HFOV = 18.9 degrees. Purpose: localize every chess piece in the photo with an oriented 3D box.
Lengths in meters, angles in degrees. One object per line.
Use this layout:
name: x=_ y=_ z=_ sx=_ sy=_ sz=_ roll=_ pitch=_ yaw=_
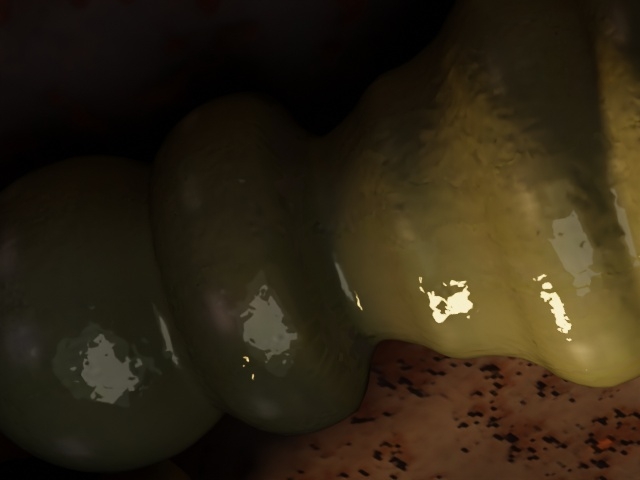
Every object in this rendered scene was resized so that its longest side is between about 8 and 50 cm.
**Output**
chess piece: x=0.000 y=0.000 z=0.626 sx=0.251 sy=0.144 sz=0.144 roll=-16 pitch=132 yaw=11

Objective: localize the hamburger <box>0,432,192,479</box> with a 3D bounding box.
hamburger: x=-0.130 y=0.198 z=0.660 sx=0.302 sy=0.302 sz=0.170 roll=-19 pitch=117 yaw=5
